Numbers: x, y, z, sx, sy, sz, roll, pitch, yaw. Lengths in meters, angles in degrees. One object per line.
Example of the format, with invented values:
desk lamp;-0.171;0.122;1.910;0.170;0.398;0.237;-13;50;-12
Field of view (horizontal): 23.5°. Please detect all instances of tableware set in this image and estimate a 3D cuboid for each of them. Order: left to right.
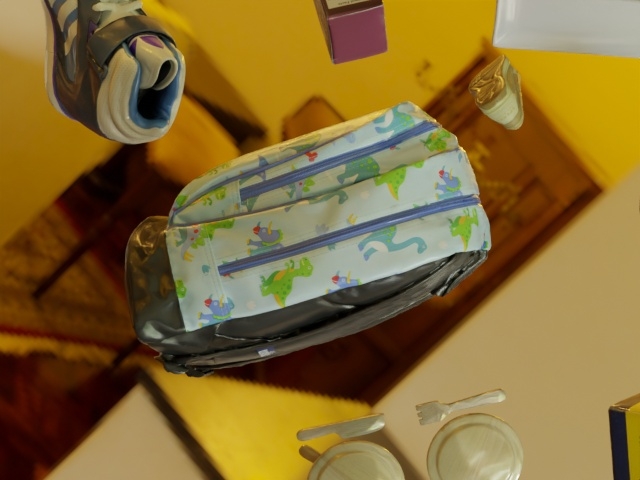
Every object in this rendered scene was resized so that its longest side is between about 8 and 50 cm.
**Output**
tableware set;0.083;0.203;1.365;0.039;0.194;0.128;-105;-177;-77

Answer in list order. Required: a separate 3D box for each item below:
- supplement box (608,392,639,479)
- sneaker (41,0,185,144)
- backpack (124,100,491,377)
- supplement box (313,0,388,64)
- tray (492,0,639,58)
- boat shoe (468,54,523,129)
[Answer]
supplement box;0.495;0.257;1.556;0.194;0.195;0.356;-14;11;-40
sneaker;-0.236;-0.276;1.838;0.130;0.323;0.236;-14;23;-39
backpack;0.000;0.000;1.628;0.290;0.355;0.273;35;51;-75
supplement box;0.029;-0.348;2.091;0.104;0.080;0.188;80;-5;-59
tray;0.351;-0.274;1.903;0.145;0.270;0.030;83;13;-68
boat shoe;0.205;-0.167;1.744;0.048;0.056;0.153;46;15;-14
